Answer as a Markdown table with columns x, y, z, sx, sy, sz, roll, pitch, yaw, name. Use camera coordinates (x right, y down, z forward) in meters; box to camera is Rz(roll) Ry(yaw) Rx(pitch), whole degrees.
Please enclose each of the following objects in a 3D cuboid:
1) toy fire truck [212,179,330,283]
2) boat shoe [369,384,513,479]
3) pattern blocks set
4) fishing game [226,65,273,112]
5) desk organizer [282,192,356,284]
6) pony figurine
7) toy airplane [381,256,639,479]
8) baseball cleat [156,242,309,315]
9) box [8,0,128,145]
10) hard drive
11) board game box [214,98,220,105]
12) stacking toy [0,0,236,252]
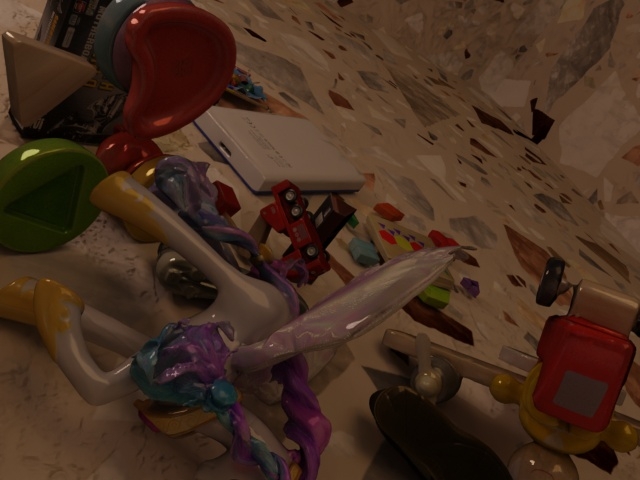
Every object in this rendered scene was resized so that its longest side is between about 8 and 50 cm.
| x | y | z | sx | sy | sz | roll | pitch | yaw | name |
| --- | --- | --- | --- | --- | --- | --- | --- | --- | --- |
| -0.077 | -0.016 | 0.887 | 0.047 | 0.135 | 0.192 | 27 | 38 | -65 | toy fire truck |
| 0.146 | 0.255 | 0.754 | 0.223 | 0.080 | 0.073 | 44 | -11 | -6 | boat shoe |
| 0.173 | 0.024 | 1.206 | 0.324 | 0.026 | 0.285 | 25 | 29 | -23 | pattern blocks set |
| -0.190 | -0.358 | 1.337 | 0.189 | 0.041 | 0.264 | 24 | 21 | -25 | fishing game |
| 0.000 | 0.000 | 0.925 | 0.050 | 0.130 | 0.047 | 27 | 28 | -23 | desk organizer |
| -0.072 | 0.086 | 0.607 | 0.363 | 0.303 | 0.351 | 44 | 59 | 7 | pony figurine |
| 0.312 | 0.223 | 0.830 | 0.384 | 0.386 | 0.273 | 34 | 69 | -24 | toy airplane |
| -0.106 | 0.047 | 0.792 | 0.205 | 0.072 | 0.109 | 27 | 22 | -27 | baseball cleat |
| -0.289 | -0.238 | 0.847 | 0.183 | 0.231 | 0.056 | 1 | 41 | -51 | box |
| -0.070 | -0.172 | 1.212 | 0.210 | 0.040 | 0.318 | 49 | 29 | 23 | hard drive |
| -0.292 | -0.311 | 1.186 | 0.126 | 0.026 | 0.186 | 49 | 29 | 24 | board game box |
| -0.251 | -0.139 | 0.701 | 0.130 | 0.309 | 0.279 | 41 | 36 | 26 | stacking toy |
